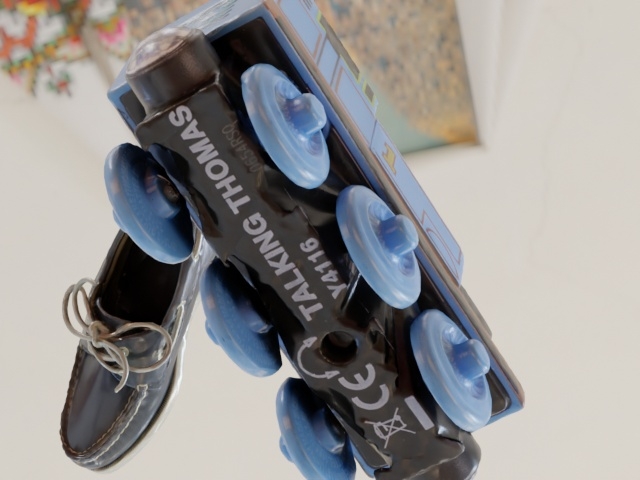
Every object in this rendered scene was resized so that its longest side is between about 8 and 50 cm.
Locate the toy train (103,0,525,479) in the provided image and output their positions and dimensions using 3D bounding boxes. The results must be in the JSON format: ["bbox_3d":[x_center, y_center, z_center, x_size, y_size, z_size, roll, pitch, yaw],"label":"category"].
[{"bbox_3d":[0.000,0.000,0.654,0.080,0.184,0.105,-28,-161,21],"label":"toy train"}]

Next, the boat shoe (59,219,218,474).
[{"bbox_3d":[-0.132,0.053,1.428,0.095,0.079,0.254,35,-77,27],"label":"boat shoe"}]
